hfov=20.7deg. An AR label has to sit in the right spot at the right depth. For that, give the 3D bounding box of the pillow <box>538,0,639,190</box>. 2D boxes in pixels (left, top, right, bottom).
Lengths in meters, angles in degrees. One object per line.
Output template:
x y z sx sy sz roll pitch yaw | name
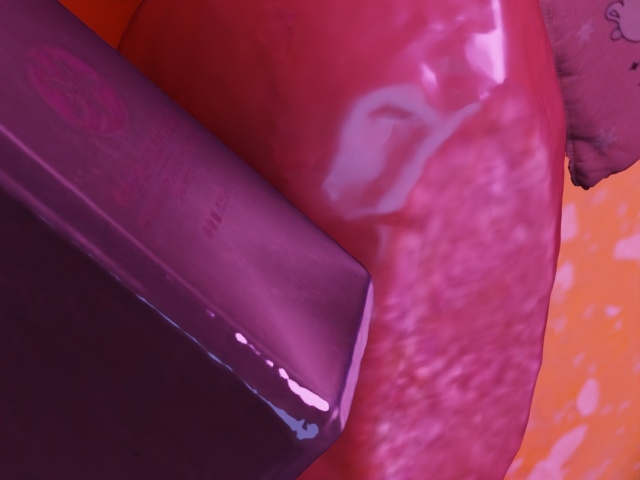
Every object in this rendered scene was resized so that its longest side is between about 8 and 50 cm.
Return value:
0.150 -0.135 0.591 0.248 0.049 0.135 -43 138 -16 | pillow

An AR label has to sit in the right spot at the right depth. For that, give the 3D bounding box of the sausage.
0.000 0.000 0.530 0.148 0.148 0.254 -17 131 -25 | sausage

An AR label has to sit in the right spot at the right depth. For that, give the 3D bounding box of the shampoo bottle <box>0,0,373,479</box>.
-0.102 -0.027 0.408 0.246 0.080 0.079 40 115 -13 | shampoo bottle
